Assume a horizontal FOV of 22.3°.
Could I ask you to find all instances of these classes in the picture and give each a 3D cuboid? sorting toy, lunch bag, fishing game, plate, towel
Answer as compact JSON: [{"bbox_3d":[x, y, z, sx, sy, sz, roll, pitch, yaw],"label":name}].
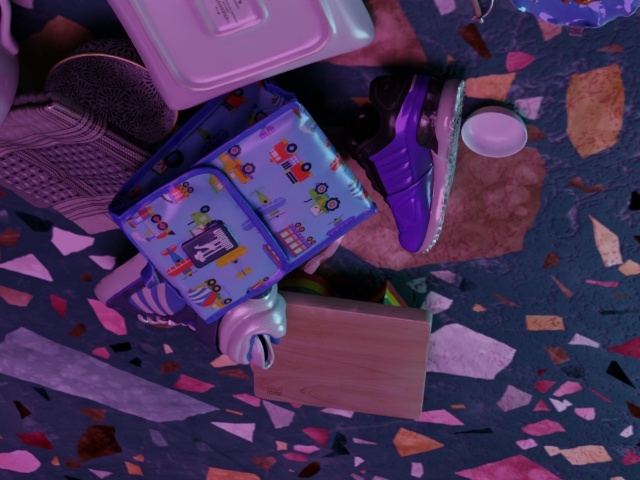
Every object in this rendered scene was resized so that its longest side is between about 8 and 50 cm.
[{"bbox_3d":[0.034,0.145,2.412,0.257,0.089,0.255,8,142,5],"label":"sorting toy"},{"bbox_3d":[-0.115,-0.046,2.056,0.293,0.138,0.221,-39,129,0],"label":"lunch bag"},{"bbox_3d":[0.285,-0.302,1.826,0.264,0.041,0.189,-4,137,19],"label":"fishing game"},{"bbox_3d":[-0.106,-0.281,1.880,0.278,0.045,0.277,-18,130,12],"label":"plate"},{"bbox_3d":[-0.336,-0.095,2.126,0.324,0.056,0.312,-3,155,43],"label":"towel"}]

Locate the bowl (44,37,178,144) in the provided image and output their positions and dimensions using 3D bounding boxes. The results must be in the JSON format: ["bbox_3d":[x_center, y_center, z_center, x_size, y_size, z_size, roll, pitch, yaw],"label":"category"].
[{"bbox_3d":[-0.256,-0.202,2.052,0.170,0.080,0.170,6,142,5],"label":"bowl"}]

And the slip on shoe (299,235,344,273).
[{"bbox_3d":[0.000,0.000,2.274,0.041,0.051,0.135,33,145,-8],"label":"slip on shoe"}]

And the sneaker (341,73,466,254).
[{"bbox_3d":[0.099,-0.107,2.080,0.146,0.102,0.293,11,138,6],"label":"sneaker"}]

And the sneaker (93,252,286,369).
[{"bbox_3d":[-0.172,0.103,2.285,0.236,0.130,0.323,54,142,-3],"label":"sneaker"}]

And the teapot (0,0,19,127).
[{"bbox_3d":[-0.500,-0.204,1.972,0.252,0.256,0.187,13,163,45],"label":"teapot"}]

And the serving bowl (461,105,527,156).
[{"bbox_3d":[0.220,-0.142,2.052,0.083,0.027,0.083,7,141,6],"label":"serving bowl"}]
